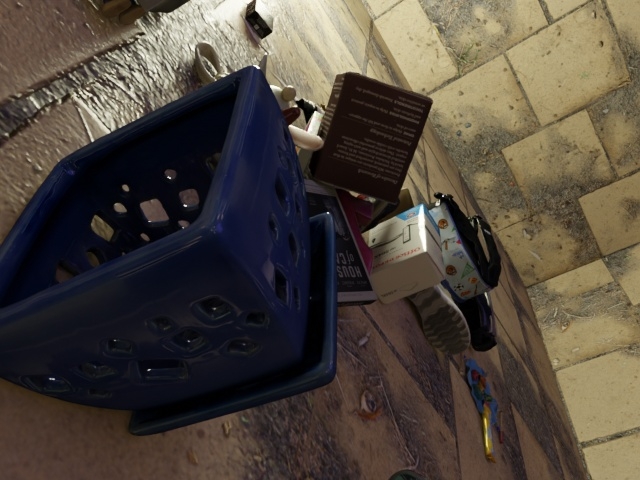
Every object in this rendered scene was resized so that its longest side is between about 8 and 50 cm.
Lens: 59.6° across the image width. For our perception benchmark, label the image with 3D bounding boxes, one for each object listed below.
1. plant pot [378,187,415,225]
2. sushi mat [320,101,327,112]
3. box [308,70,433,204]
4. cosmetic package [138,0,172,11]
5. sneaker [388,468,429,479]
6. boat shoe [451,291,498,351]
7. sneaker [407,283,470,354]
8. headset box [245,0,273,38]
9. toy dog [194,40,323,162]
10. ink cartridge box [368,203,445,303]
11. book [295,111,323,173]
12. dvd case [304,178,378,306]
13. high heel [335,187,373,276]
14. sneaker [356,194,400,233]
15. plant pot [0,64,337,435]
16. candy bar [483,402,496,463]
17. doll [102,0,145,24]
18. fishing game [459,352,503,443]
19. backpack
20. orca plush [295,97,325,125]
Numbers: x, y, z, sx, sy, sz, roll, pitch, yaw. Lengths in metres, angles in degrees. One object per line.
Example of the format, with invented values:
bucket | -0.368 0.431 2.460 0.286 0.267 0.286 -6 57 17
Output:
plant pot | 0.194 -0.050 1.407 0.096 0.109 0.109 51 21 -60
sushi mat | 0.099 -0.233 1.495 0.316 0.019 0.151 35 35 -50
box | 0.087 -0.201 1.074 0.167 0.203 0.168 16 14 -9
cosmetic package | -0.222 -0.397 0.778 0.127 0.107 0.238 58 7 -24
sneaker | 0.117 0.413 0.715 0.125 0.104 0.262 45 28 -34
boat shoe | 0.455 0.155 1.706 0.158 0.127 0.341 47 27 -52
sneaker | 0.283 0.148 1.369 0.281 0.105 0.115 60 23 -8
headset box | -0.136 -0.504 1.259 0.062 0.032 0.083 46 29 -36
toy dog | -0.082 -0.198 0.870 0.220 0.161 0.334 45 29 -39
ink cartridge box | 0.184 0.027 1.227 0.086 0.148 0.203 55 23 -23
book | -0.029 -0.173 1.049 0.035 0.096 0.144 21 35 -6
dvd case | 0.000 0.000 0.957 0.179 0.029 0.239 5 58 -51
high heel | 0.040 0.002 1.076 0.117 0.082 0.244 16 58 -13
sneaker | 0.107 -0.074 1.197 0.057 0.161 0.075 -25 79 -29
plant pot | -0.111 0.025 0.487 0.212 0.236 0.236 56 22 -37
candy bar | 0.427 0.488 1.413 0.040 0.018 0.161 53 28 -23
doll | -0.304 -0.388 0.740 0.189 0.046 0.129 63 15 0
fishing game | 0.455 0.414 1.546 0.264 0.041 0.189 59 25 -11
backpack | 0.364 0.038 1.536 0.276 0.213 0.263 22 38 -50
orca plush | 0.049 -0.196 1.245 0.287 0.151 0.102 41 63 -49
